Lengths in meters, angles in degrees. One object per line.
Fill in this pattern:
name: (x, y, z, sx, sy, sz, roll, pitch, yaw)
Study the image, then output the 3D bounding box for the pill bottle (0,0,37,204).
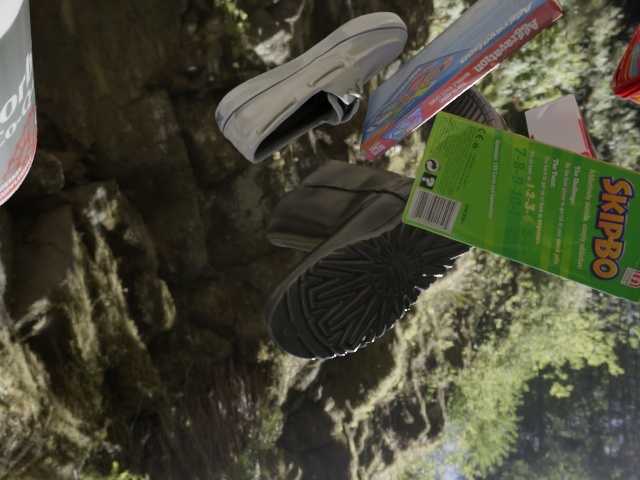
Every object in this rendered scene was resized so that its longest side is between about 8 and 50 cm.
pill bottle: (-0.322, -0.159, 0.450, 0.210, 0.210, 0.363, -14, 165, -26)

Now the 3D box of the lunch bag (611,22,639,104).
lunch bag: (0.396, -0.251, 0.570, 0.120, 0.293, 0.258, 27, -177, 4)

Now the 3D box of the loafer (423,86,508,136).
loafer: (0.194, -0.177, 0.886, 0.087, 0.094, 0.251, 16, -151, -33)

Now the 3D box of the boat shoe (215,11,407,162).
boat shoe: (0.007, -0.173, 0.736, 0.258, 0.084, 0.095, -33, 160, -8)

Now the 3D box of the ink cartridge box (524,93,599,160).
ink cartridge box: (0.314, -0.085, 0.781, 0.063, 0.150, 0.109, -19, -138, 26)

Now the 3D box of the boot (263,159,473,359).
boot: (0.002, -0.001, 1.029, 0.367, 0.146, 0.445, -30, -157, -18)

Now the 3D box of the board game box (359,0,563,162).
board game box: (0.160, -0.220, 0.771, 0.281, 0.027, 0.145, -35, -153, 37)

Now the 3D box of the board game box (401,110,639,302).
board game box: (0.226, -0.036, 0.648, 0.259, 0.124, 0.039, 21, -162, 13)
